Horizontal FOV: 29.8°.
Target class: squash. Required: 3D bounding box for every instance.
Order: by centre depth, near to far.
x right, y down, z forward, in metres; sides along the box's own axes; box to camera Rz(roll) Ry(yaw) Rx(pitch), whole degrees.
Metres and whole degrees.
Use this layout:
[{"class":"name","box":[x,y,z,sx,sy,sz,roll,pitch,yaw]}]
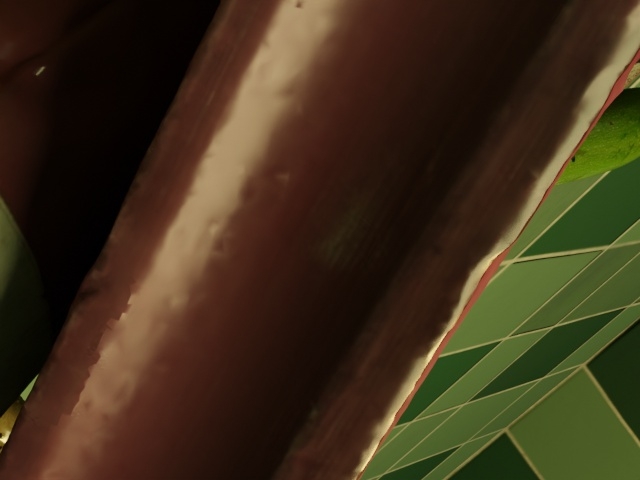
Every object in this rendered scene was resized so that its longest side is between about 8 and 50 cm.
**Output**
[{"class":"squash","box":[0.221,-0.093,1.134,0.293,0.082,0.082,-12,151,-27]}]

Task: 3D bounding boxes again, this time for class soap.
[{"class":"soap","box":[0.000,0.000,0.497,0.359,0.128,0.233,-60,178,24]}]

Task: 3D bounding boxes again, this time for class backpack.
[{"class":"backpack","box":[-0.154,-0.060,0.525,0.317,0.197,0.283,-49,175,-24]}]

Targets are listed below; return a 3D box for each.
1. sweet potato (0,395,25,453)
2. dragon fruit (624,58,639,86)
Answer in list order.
[{"class":"sweet potato","box":[-0.354,0.176,0.898,0.286,0.085,0.112,-23,161,-27]},{"class":"dragon fruit","box":[0.250,-0.162,1.107,0.083,0.056,0.060,-17,152,-30]}]
